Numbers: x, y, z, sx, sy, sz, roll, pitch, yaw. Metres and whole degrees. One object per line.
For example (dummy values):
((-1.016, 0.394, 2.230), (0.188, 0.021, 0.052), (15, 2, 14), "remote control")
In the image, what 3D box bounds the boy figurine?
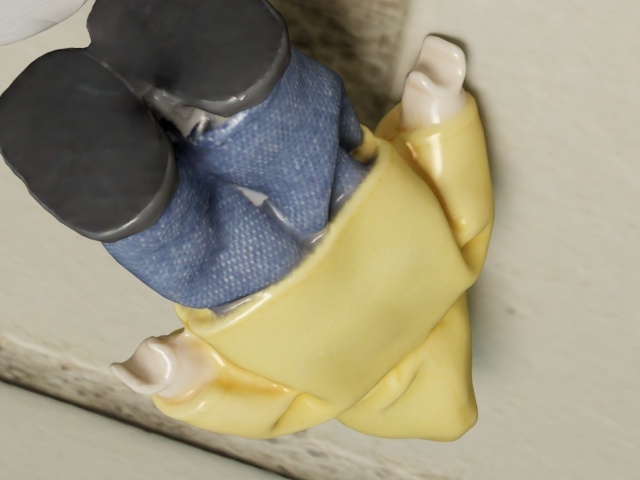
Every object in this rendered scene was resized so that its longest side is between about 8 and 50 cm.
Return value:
((0.000, 0.000, 0.746), (0.092, 0.177, 0.285), (39, 178, 33), "boy figurine")

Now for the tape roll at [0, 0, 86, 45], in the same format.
((-0.157, -0.166, 0.658), (0.219, 0.072, 0.219), (13, 143, 10), "tape roll")
